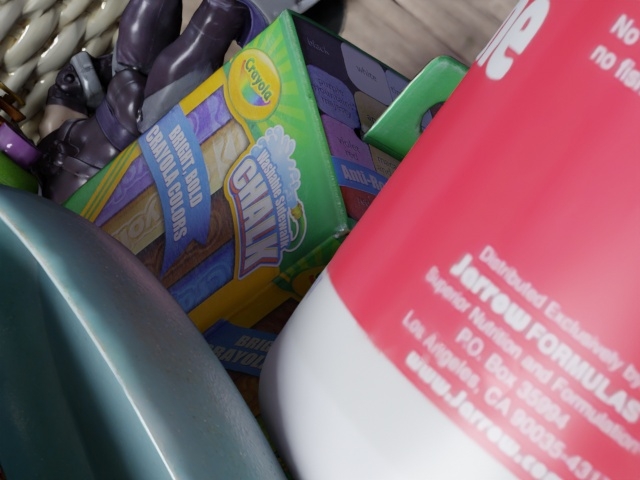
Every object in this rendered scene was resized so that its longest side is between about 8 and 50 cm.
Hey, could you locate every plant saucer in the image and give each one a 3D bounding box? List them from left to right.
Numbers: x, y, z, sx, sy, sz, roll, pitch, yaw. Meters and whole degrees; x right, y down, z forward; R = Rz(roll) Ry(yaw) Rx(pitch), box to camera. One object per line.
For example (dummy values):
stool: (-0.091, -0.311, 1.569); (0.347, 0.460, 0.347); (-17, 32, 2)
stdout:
plant saucer: (-0.055, 0.118, 0.669); (0.044, 0.317, 0.317); (-25, 37, -20)

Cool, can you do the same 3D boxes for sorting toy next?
sorting toy: (-0.173, -0.063, 0.991); (0.042, 0.061, 0.102); (-49, 34, 1)

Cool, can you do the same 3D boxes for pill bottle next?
pill bottle: (0.181, -0.047, 0.591); (0.407, 0.229, 0.229); (-54, 42, 9)

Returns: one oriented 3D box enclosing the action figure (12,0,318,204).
action figure: (-0.089, -0.078, 0.988); (0.185, 0.099, 0.285); (53, 124, 39)

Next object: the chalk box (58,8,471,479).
chalk box: (0.000, 0.000, 0.825); (0.213, 0.132, 0.132); (-37, 46, 28)

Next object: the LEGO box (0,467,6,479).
LEGO box: (-0.206, 0.275, 0.679); (0.193, 0.372, 0.500); (-10, 56, -3)

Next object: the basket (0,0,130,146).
basket: (-0.213, -0.268, 1.011); (0.331, 0.328, 0.266); (-48, 64, 15)
